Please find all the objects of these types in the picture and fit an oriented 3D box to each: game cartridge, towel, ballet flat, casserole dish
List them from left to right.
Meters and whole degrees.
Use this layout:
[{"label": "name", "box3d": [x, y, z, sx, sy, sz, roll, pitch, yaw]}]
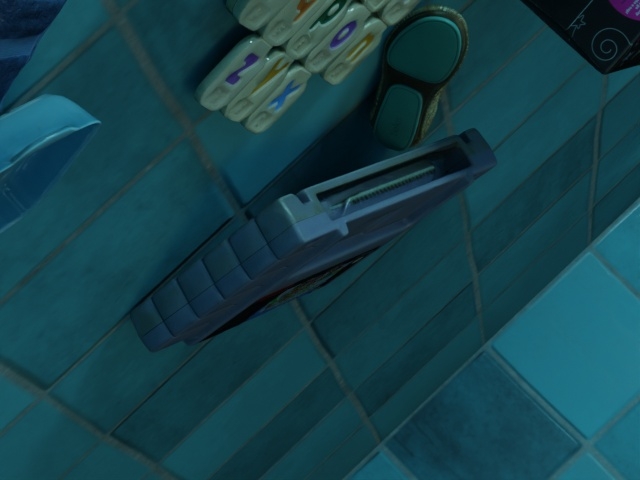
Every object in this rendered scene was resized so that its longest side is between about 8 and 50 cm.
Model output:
[{"label": "casserole dish", "box3d": [-0.212, -0.038, 1.164, 0.114, 0.037, 0.188, -34, 176, -35]}, {"label": "towel", "box3d": [-0.194, -0.117, 1.076, 0.119, 0.029, 0.067, -51, 163, 24]}, {"label": "game cartridge", "box3d": [0.000, 0.000, 1.730, 0.230, 0.068, 0.355, -41, 169, 35]}, {"label": "ballet flat", "box3d": [0.091, -0.163, 1.649, 0.206, 0.073, 0.067, 117, -3, -56]}]

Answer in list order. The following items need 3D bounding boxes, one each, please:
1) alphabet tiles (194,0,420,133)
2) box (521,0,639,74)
[{"label": "alphabet tiles", "box3d": [0.018, -0.199, 1.418, 0.278, 0.021, 0.284, -46, 165, 7]}, {"label": "box", "box3d": [0.291, -0.293, 1.606, 0.247, 0.163, 0.142, -50, 167, 21]}]
